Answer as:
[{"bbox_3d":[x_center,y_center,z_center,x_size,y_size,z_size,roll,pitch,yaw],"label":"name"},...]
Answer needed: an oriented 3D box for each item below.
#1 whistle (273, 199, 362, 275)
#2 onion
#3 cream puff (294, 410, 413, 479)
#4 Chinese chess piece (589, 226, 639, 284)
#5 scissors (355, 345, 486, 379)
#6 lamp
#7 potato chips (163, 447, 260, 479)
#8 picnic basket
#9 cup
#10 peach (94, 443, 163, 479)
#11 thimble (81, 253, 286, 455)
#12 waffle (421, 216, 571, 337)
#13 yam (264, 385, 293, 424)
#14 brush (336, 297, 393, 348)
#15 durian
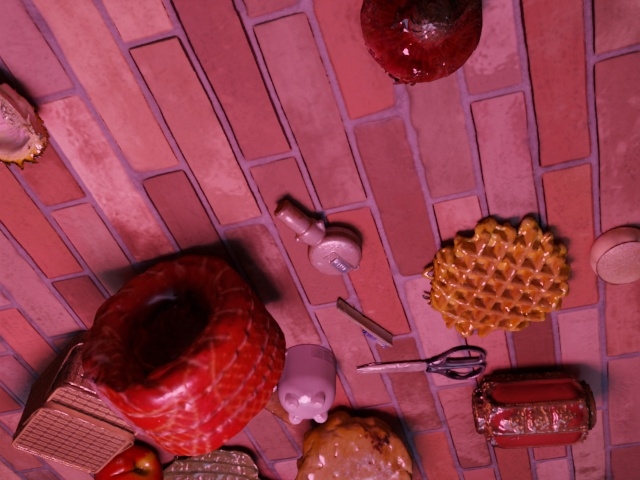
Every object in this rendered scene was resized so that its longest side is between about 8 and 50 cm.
[{"bbox_3d":[0.000,0.000,1.364,0.107,0.057,0.220,-33,123,28],"label":"whistle"},{"bbox_3d":[0.145,-0.304,1.018,0.183,0.147,0.184,1,119,1],"label":"onion"},{"bbox_3d":[0.066,0.587,1.806,0.291,0.257,0.325,-29,93,-17],"label":"cream puff"},{"bbox_3d":[0.585,0.030,1.391,0.122,0.051,0.122,0,131,0],"label":"Chinese chess piece"},{"bbox_3d":[0.230,0.291,1.659,0.299,0.022,0.109,-4,129,6],"label":"scissors"},{"bbox_3d":[0.488,0.390,1.650,0.273,0.177,0.177,-3,133,3],"label":"lamp"},{"bbox_3d":[-0.280,0.722,2.018,0.389,0.097,0.373,-25,127,20],"label":"potato chips"},{"bbox_3d":[-0.535,0.380,1.644,0.228,0.175,0.313,30,126,-24],"label":"picnic basket"},{"bbox_3d":[-0.038,0.317,1.603,0.134,0.142,0.174,-15,131,15],"label":"cup"},{"bbox_3d":[-0.522,0.641,1.884,0.190,0.196,0.226,49,121,3],"label":"peach"},{"bbox_3d":[-0.259,0.211,1.380,0.350,0.350,0.231,-15,132,14],"label":"thimble"},{"bbox_3d":[0.352,0.083,1.436,0.329,0.062,0.329,0,134,0],"label":"waffle"},{"bbox_3d":[-0.150,0.325,1.660,0.081,0.081,0.357,-27,128,24],"label":"yam"},{"bbox_3d":[0.091,0.181,1.550,0.178,0.033,0.030,37,138,-29],"label":"brush"},{"bbox_3d":[-0.526,-0.222,1.153,0.140,0.078,0.224,-12,122,28],"label":"durian"}]
